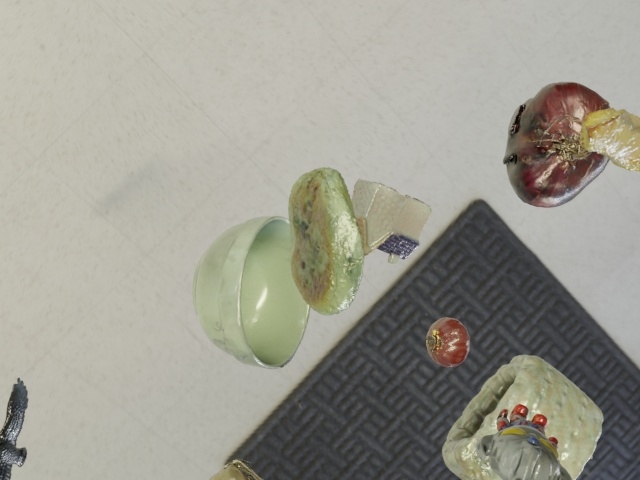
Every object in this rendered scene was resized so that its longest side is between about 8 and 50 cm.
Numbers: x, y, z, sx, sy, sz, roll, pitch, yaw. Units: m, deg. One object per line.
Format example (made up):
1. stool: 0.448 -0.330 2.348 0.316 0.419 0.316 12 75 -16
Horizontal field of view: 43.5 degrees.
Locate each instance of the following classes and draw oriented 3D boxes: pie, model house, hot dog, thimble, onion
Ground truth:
1. pie: 0.000 0.000 0.985 0.041 0.187 0.187 -6 110 -23
2. model house: 0.088 -0.022 1.135 0.100 0.088 0.100 21 90 -21
3. hot dog: 0.417 -0.150 1.129 0.169 0.061 0.078 19 118 -35
4. thimble: 0.378 0.374 1.524 0.195 0.291 0.291 37 96 5
5. onion: 0.505 -0.195 1.711 0.221 0.281 0.281 24 100 -5

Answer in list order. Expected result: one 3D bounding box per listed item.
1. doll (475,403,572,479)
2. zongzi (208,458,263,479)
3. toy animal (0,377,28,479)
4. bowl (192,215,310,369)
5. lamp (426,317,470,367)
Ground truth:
1. doll: 0.238 0.244 0.929 0.104 0.194 0.062 43 109 6
2. zongzi: -0.087 0.447 1.315 0.099 0.197 0.194 -45 70 3
3. toy animal: -0.491 0.325 1.236 0.062 0.108 0.220 13 64 -6
4. bowl: -0.146 0.099 1.624 0.163 0.307 0.307 5 112 25
5. lamp: 0.256 0.205 1.611 0.090 0.101 0.101 -1 109 -30
